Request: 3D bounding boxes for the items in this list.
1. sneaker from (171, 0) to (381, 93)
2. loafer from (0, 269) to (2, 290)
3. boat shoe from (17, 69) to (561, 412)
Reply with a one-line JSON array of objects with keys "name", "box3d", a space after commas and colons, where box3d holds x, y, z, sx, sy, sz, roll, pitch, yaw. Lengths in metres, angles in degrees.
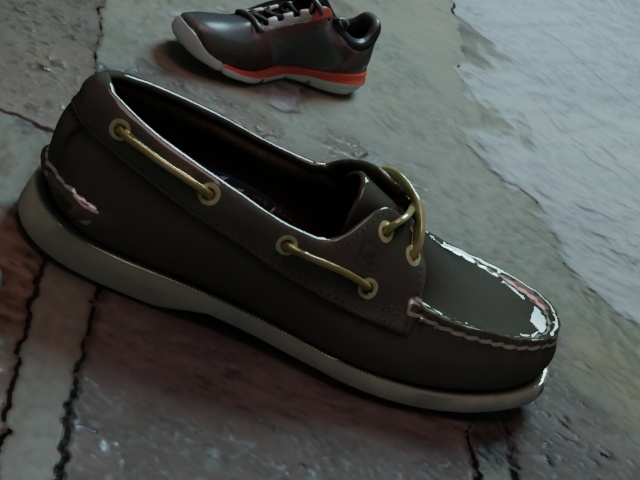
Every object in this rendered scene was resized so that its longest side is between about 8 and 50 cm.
[{"name": "sneaker", "box3d": [-0.026, -0.142, 1.186, 0.158, 0.065, 0.061, 3, 37, -41]}, {"name": "loafer", "box3d": [-0.240, 0.012, 0.693, 0.251, 0.094, 0.087, 2, 42, -41]}, {"name": "boat shoe", "box3d": [0.000, 0.003, 0.939, 0.305, 0.091, 0.109, 21, 29, -16]}]
